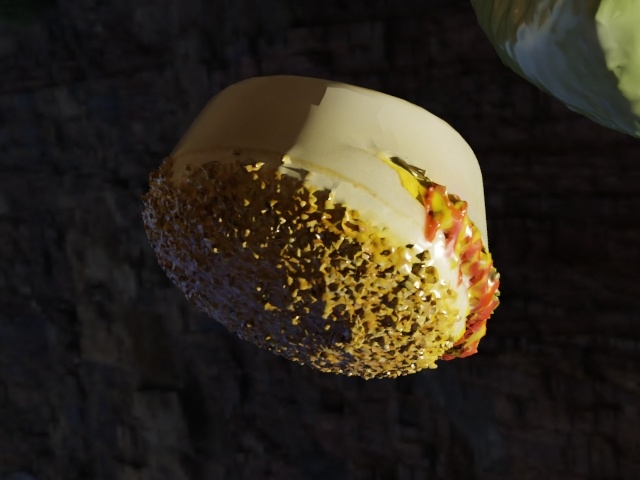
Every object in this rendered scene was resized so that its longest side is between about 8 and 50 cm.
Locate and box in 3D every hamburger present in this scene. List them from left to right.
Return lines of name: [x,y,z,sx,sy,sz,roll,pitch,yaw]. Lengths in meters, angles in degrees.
hamburger: [0.000,0.000,1.021,0.294,0.179,0.276,11,152,12]

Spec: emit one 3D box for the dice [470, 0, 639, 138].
dice: [0.211,-0.191,0.554,0.250,0.254,0.252,5,-147,-11]
